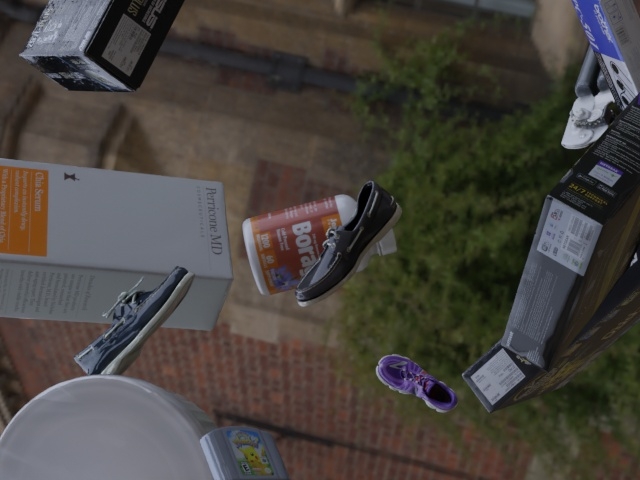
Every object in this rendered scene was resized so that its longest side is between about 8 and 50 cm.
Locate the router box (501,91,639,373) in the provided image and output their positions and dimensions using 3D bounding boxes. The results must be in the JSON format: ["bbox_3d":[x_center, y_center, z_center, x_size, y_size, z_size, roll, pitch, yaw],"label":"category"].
[{"bbox_3d":[0.356,-0.006,1.526,0.243,0.081,0.308,-43,-25,-34],"label":"router box"}]

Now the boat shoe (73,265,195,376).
[{"bbox_3d":[-0.283,0.121,1.763,0.254,0.079,0.095,-48,-6,29],"label":"boat shoe"}]

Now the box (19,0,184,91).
[{"bbox_3d":[-0.229,-0.258,1.284,0.077,0.147,0.180,35,-108,-39],"label":"box"}]

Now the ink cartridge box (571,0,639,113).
[{"bbox_3d":[0.412,-0.254,1.589,0.207,0.046,0.097,60,178,-24],"label":"ink cartridge box"}]

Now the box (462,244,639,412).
[{"bbox_3d":[0.464,0.127,2.013,0.395,0.097,0.318,-47,-20,25],"label":"box"}]

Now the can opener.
[{"bbox_3d":[0.434,-0.228,1.795,0.093,0.074,0.280,48,-133,-33],"label":"can opener"}]

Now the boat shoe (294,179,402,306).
[{"bbox_3d":[0.026,0.002,1.571,0.206,0.075,0.065,-47,-63,-23],"label":"boat shoe"}]

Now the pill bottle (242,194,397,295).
[{"bbox_3d":[0.000,0.000,1.752,0.121,0.216,0.121,-15,-90,-89],"label":"pill bottle"}]

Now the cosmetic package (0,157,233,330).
[{"bbox_3d":[-0.393,0.008,2.002,0.161,0.453,0.230,116,152,-46],"label":"cosmetic package"}]

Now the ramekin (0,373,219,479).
[{"bbox_3d":[-0.210,0.275,1.244,0.127,0.273,0.272,12,-88,-74],"label":"ramekin"}]

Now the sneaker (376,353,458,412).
[{"bbox_3d":[0.189,0.267,2.223,0.068,0.170,0.071,-64,-2,-13],"label":"sneaker"}]

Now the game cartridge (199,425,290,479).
[{"bbox_3d":[-0.065,0.188,1.015,0.083,0.056,0.017,12,-50,-48],"label":"game cartridge"}]
